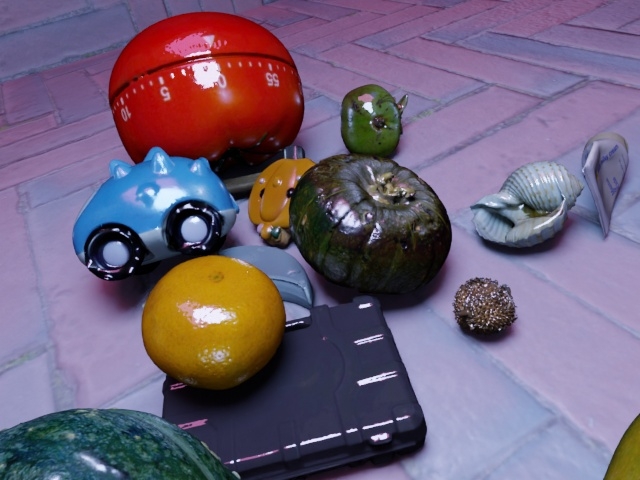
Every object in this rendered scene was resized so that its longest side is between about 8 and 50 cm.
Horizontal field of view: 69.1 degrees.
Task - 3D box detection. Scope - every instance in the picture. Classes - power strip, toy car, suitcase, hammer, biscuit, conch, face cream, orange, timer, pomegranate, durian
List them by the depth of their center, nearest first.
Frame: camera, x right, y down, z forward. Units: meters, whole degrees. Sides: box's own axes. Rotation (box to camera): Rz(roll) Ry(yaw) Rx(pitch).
[{"bbox_3d":[-0.116,0.091,0.517,0.156,0.124,0.156,7,33,-5],"label":"orange"},{"bbox_3d":[-0.041,0.175,0.544,0.285,0.066,0.206,-13,37,-3],"label":"suitcase"},{"bbox_3d":[0.203,0.084,0.590,0.091,0.080,0.080,-6,33,-29],"label":"durian"},{"bbox_3d":[-0.144,0.080,0.701,0.253,0.054,0.168,-16,35,-7],"label":"power strip"},{"bbox_3d":[0.320,-0.046,0.707,0.153,0.102,0.135,-40,29,35],"label":"conch"},{"bbox_3d":[-0.264,-0.048,0.741,0.255,0.190,0.188,-19,3,-6],"label":"toy car"},{"bbox_3d":[0.458,-0.106,0.753,0.070,0.114,0.224,-15,20,39],"label":"face cream"},{"bbox_3d":[-0.070,-0.073,0.813,0.170,0.050,0.171,-20,55,31],"label":"biscuit"},{"bbox_3d":[-0.201,-0.102,0.939,0.364,0.043,0.111,-9,75,13],"label":"hammer"},{"bbox_3d":[-0.222,-0.281,0.939,0.377,0.280,0.378,-14,-1,0],"label":"timer"},{"bbox_3d":[0.125,-0.258,1.003,0.130,0.152,0.191,12,22,36],"label":"pomegranate"}]

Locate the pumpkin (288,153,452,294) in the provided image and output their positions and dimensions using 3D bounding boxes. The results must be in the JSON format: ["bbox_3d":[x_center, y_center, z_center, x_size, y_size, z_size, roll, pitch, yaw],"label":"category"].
[{"bbox_3d":[0.072,-0.031,0.662,0.237,0.159,0.238,18,37,-15],"label":"pumpkin"}]

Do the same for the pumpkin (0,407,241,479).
[{"bbox_3d":[-0.194,0.262,0.320,0.263,0.197,0.293,14,61,19],"label":"pumpkin"}]

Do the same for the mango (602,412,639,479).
[{"bbox_3d":[0.285,0.218,0.352,0.289,0.146,0.129,-33,0,-24],"label":"mango"}]
